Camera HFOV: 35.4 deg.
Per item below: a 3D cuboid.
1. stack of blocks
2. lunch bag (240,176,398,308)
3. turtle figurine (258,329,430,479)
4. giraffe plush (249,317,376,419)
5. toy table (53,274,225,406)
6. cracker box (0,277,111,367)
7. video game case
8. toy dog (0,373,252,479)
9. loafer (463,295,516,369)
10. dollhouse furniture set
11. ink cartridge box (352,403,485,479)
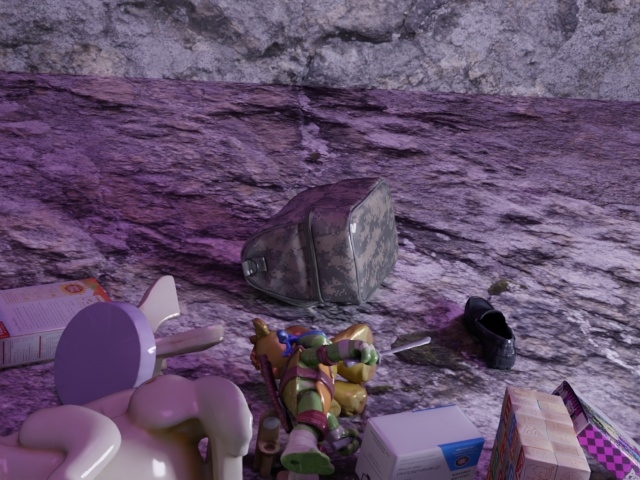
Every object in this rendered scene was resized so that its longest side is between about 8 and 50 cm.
[{"bbox_3d":[0.298,0.337,1.415,0.087,0.171,0.297,11,10,4],"label":"stack of blocks"},{"bbox_3d":[0.000,0.000,2.035,0.256,0.212,0.305,0,19,20],"label":"lunch bag"},{"bbox_3d":[0.041,0.247,1.443,0.275,0.198,0.266,32,41,-15],"label":"turtle figurine"},{"bbox_3d":[-0.034,0.204,1.673,0.210,0.181,0.170,7,8,-46],"label":"giraffe plush"},{"bbox_3d":[-0.283,0.181,1.568,0.161,0.252,0.274,-1,-7,-40],"label":"toy table"},{"bbox_3d":[-0.480,0.141,1.749,0.232,0.067,0.156,-6,29,-31],"label":"cracker box"},{"bbox_3d":[0.462,0.329,1.531,0.232,0.042,0.210,42,9,-4],"label":"video game case"},{"bbox_3d":[-0.326,0.300,1.251,0.408,0.284,0.395,-8,23,-29],"label":"toy dog"},{"bbox_3d":[0.335,0.165,1.958,0.076,0.078,0.223,5,26,-10],"label":"loafer"},{"bbox_3d":[-0.082,0.325,1.447,0.144,0.123,0.151,2,27,-14],"label":"dollhouse furniture set"},{"bbox_3d":[0.126,0.340,1.398,0.148,0.203,0.086,-5,32,-26],"label":"ink cartridge box"}]
